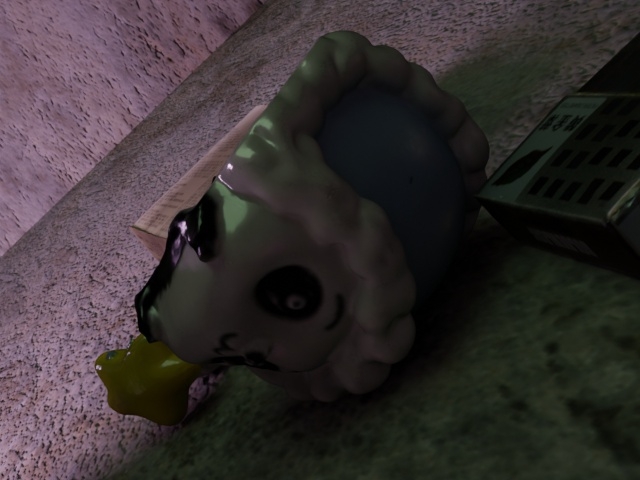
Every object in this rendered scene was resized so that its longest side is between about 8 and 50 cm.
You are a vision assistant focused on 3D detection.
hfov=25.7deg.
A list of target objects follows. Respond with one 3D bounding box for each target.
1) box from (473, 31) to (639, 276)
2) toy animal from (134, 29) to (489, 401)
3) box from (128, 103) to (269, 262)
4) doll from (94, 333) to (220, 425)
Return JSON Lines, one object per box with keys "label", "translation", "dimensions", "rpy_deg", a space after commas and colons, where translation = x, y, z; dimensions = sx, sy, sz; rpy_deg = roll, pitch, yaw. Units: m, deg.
{"label": "box", "translation": [0.238, -0.114, 0.749], "dimensions": [0.325, 0.047, 0.180], "rpy_deg": [-43, 15, -6]}
{"label": "toy animal", "translation": [0.000, 0.000, 0.831], "dimensions": [0.208, 0.156, 0.204], "rpy_deg": [-53, 5, 49]}
{"label": "box", "translation": [-0.049, -0.030, 1.147], "dimensions": [0.168, 0.095, 0.212], "rpy_deg": [-47, 16, -10]}
{"label": "doll", "translation": [-0.096, 0.087, 1.031], "dimensions": [0.135, 0.071, 0.113], "rpy_deg": [-31, 0, 18]}
